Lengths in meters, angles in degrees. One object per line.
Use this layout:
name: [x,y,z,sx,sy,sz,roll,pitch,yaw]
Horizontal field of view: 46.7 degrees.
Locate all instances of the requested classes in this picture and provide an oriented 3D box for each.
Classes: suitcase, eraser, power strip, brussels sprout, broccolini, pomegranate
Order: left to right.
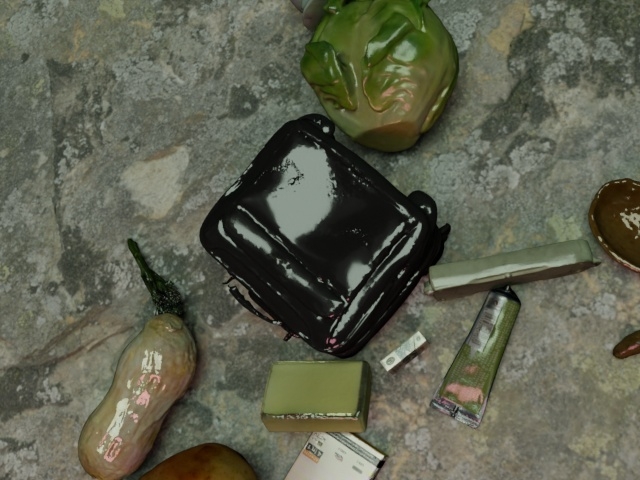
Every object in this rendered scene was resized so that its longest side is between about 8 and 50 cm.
broccolini: [-0.308,0.061,1.389,0.058,0.074,0.201,-11,54,-27]
pomegranate: [-0.195,0.426,1.181,0.215,0.215,0.215,-4,74,14]
eraser: [-0.004,0.259,1.230,0.172,0.058,0.117,-3,44,14]
suitcase: [0.000,0.000,1.268,0.345,0.188,0.339,40,93,19]
brussels sprout: [0.104,-0.308,1.295,0.259,0.227,0.294,-12,79,26]
power strip: [0.310,0.048,1.215,0.285,0.080,0.048,-11,71,11]

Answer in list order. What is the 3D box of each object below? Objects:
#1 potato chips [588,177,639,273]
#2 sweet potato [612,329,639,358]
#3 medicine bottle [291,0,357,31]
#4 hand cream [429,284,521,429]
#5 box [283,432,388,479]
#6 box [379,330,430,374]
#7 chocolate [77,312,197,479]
potato chips: [0.529,-0.011,1.191,0.201,0.049,0.150,24,79,21]
sweet potato: [0.573,0.111,1.134,0.269,0.075,0.075,-40,69,11]
medicine bottle: [0.006,-0.490,1.408,0.147,0.147,0.143,-27,73,6]
hand cream: [0.262,0.182,1.212,0.086,0.055,0.235,23,89,22]
box: [-0.005,0.424,1.217,0.129,0.033,0.247,29,84,20]
box: [0.142,0.188,1.234,0.083,0.054,0.024,-39,65,2]
chocolate: [-0.313,0.275,1.289,0.134,0.134,0.309,24,82,19]
